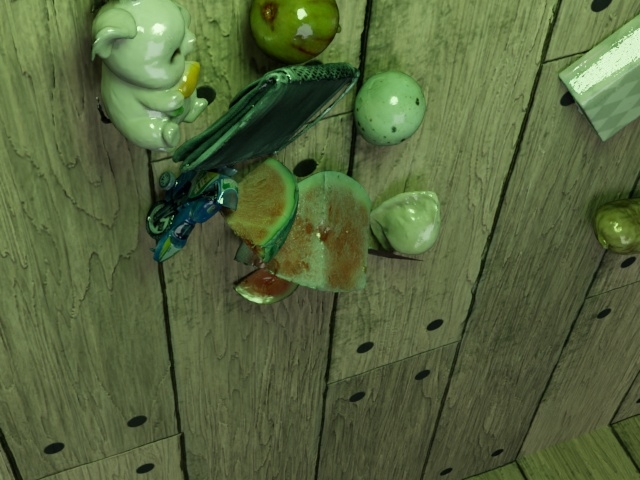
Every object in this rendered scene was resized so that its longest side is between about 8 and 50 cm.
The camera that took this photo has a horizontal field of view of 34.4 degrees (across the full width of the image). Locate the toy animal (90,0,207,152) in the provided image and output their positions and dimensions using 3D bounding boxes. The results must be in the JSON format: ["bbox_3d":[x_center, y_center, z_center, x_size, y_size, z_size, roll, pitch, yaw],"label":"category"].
[{"bbox_3d":[-0.261,-0.265,1.509,0.154,0.208,0.325,10,161,16],"label":"toy animal"}]

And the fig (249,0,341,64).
[{"bbox_3d":[-0.023,-0.340,1.620,0.186,0.142,0.148,5,136,-38],"label":"fig"}]

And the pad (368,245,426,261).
[{"bbox_3d":[0.130,0.027,2.263,0.188,0.006,0.113,13,173,-43],"label":"pad"}]

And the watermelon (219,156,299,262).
[{"bbox_3d":[-0.088,-0.057,1.893,0.146,0.231,0.128,-43,134,2],"label":"watermelon"}]

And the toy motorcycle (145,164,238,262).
[{"bbox_3d":[-0.221,-0.068,1.847,0.254,0.135,0.092,-43,143,21],"label":"toy motorcycle"}]

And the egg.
[{"bbox_3d":[0.119,-0.237,1.879,0.131,0.131,0.164,-7,164,-28],"label":"egg"}]

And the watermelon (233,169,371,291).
[{"bbox_3d":[0.000,0.000,2.033,0.262,0.201,0.213,-48,150,22],"label":"watermelon"}]

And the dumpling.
[{"bbox_3d":[0.177,-0.040,2.194,0.155,0.111,0.181,9,113,-1],"label":"dumpling"}]

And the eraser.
[{"bbox_3d":[0.694,-0.384,2.103,0.397,0.082,0.213,-36,146,13],"label":"eraser"}]

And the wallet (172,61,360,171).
[{"bbox_3d":[-0.082,-0.214,1.705,0.237,0.075,0.342,-37,174,25],"label":"wallet"}]

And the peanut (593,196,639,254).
[{"bbox_3d":[0.786,-0.041,2.573,0.291,0.143,0.159,-13,178,-28],"label":"peanut"}]

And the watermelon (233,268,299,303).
[{"bbox_3d":[-0.093,0.097,2.212,0.163,0.069,0.087,-30,147,1],"label":"watermelon"}]
